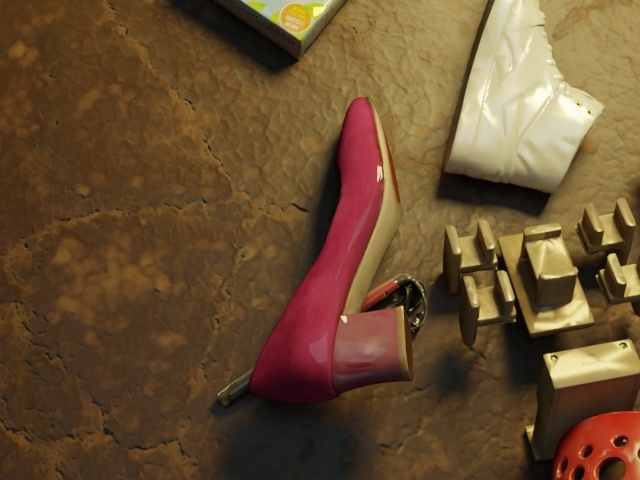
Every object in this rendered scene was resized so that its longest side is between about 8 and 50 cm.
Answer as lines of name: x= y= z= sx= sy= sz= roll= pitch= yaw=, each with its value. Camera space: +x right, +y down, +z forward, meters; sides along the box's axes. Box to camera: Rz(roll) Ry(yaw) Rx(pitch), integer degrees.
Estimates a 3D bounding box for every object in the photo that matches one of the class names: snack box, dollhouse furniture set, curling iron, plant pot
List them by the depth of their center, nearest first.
plant pot: x=0.324 y=0.298 z=1.321 sx=0.191 sy=0.191 sz=0.174 roll=20 pitch=47 yaw=4
dollhouse furniture set: x=0.267 y=0.100 z=1.455 sx=0.212 sy=0.161 sz=0.242 roll=-9 pitch=53 yaw=-5
curling iron: x=0.006 y=0.118 z=1.468 sx=0.274 sy=0.035 sz=0.068 roll=-26 pitch=76 yaw=-9
snack box: x=-0.034 y=-0.356 z=1.586 sx=0.174 sy=0.070 sz=0.207 roll=35 pitch=78 yaw=7

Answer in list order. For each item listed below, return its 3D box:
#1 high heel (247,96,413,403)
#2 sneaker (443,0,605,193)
high heel: x=0.000 y=0.000 z=1.448 sx=0.181 sy=0.127 sz=0.377 roll=-8 pitch=55 yaw=9
sneaker: x=0.262 y=-0.200 z=1.540 sx=0.169 sy=0.108 sz=0.292 roll=15 pitch=84 yaw=1
